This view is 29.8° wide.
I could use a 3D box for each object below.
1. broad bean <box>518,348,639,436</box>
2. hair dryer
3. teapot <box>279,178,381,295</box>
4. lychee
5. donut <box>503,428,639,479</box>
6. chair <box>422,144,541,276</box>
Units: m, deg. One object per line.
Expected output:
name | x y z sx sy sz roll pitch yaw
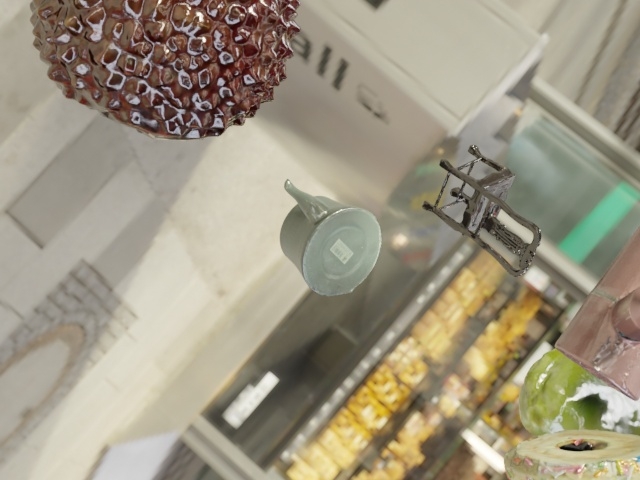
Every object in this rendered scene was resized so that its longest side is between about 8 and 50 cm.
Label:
broad bean | 0.460 0.294 2.043 0.119 0.291 0.238 -37 -134 48
hair dryer | 0.390 0.071 1.409 0.210 0.125 0.352 -55 170 -1
teapot | 0.000 0.000 2.071 0.162 0.149 0.239 -39 132 -16
lychee | -0.167 -0.261 1.326 0.306 0.306 0.330 -42 173 -37
donut | 0.285 0.252 1.305 0.174 0.174 0.068 -16 102 -70
chair | 0.291 -0.047 2.002 0.113 0.229 0.106 -23 142 -44
